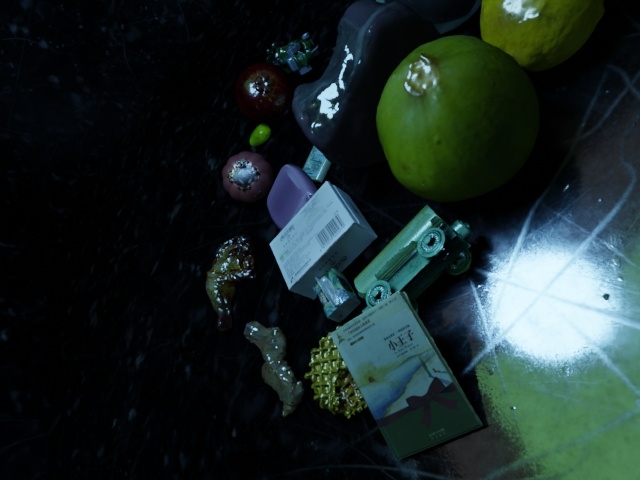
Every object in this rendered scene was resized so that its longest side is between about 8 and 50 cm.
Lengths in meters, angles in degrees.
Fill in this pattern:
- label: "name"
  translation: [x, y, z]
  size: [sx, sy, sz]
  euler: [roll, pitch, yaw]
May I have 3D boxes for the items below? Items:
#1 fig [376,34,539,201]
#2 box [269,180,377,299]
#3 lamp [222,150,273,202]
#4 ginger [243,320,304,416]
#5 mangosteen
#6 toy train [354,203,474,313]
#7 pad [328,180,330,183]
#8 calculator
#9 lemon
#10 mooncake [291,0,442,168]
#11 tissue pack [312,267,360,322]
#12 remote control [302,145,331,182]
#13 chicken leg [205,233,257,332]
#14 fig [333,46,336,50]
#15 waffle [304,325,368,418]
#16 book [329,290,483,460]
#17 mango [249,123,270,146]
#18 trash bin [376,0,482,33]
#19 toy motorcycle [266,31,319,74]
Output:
- label: "fig"
  translation: [0.263, -0.244, 0.899]
  size: [0.344, 0.343, 0.343]
  euler: [-22, 56, 36]
- label: "box"
  translation: [0.000, 0.000, 1.207]
  size: [0.260, 0.111, 0.194]
  euler: [-47, 43, 20]
- label: "lamp"
  translation: [-0.252, -0.220, 1.544]
  size: [0.182, 0.140, 0.181]
  euler: [0, 90, 4]
- label: "ginger"
  translation: [-0.125, 0.327, 1.203]
  size: [0.290, 0.084, 0.122]
  euler: [53, 131, 41]
- label: "mangosteen"
  translation: [-0.204, -0.539, 1.639]
  size: [0.215, 0.215, 0.257]
  euler: [-64, 7, -1]
- label: "toy train"
  translation: [0.191, 0.048, 0.979]
  size: [0.307, 0.126, 0.189]
  euler: [-48, 45, 18]
- label: "pad"
  translation: [-0.016, -0.084, 1.345]
  size: [0.188, 0.006, 0.113]
  euler: [-46, 43, 16]
- label: "calculator"
  translation: [-0.102, -0.136, 1.402]
  size: [0.194, 0.043, 0.294]
  euler: [-63, 34, 17]
- label: "lemon"
  translation: [0.452, -0.483, 0.915]
  size: [0.234, 0.234, 0.288]
  euler: [4, 75, 46]
- label: "mooncake"
  translation: [0.124, -0.368, 1.090]
  size: [0.381, 0.351, 0.212]
  euler: [-47, 45, 16]
- label: "tissue pack"
  translation: [0.032, 0.135, 1.128]
  size: [0.085, 0.079, 0.111]
  euler: [-46, 44, 17]
- label: "remote control"
  translation: [0.017, -0.293, 1.395]
  size: [0.098, 0.038, 0.233]
  euler: [25, 89, 49]
- label: "chicken leg"
  translation: [-0.297, 0.135, 1.466]
  size: [0.178, 0.083, 0.322]
  euler: [23, 85, 34]
- label: "fig"
  translation: [0.095, -0.588, 1.422]
  size: [0.084, 0.098, 0.082]
  euler: [26, 88, 37]
- label: "waffle"
  translation: [0.051, 0.302, 1.031]
  size: [0.197, 0.070, 0.192]
  euler: [10, 77, 47]
- label: "book"
  translation: [0.160, 0.271, 0.885]
  size: [0.201, 0.026, 0.289]
  euler: [-38, 73, 27]
- label: "mango"
  translation: [-0.232, -0.399, 1.684]
  size: [0.108, 0.056, 0.073]
  euler: [-34, 43, 32]
- label: "trash bin"
  translation: [0.295, -0.771, 1.189]
  size: [0.281, 0.280, 0.431]
  euler: [-17, 56, 39]
- label: "toy motorcycle"
  translation: [-0.105, -0.686, 1.643]
  size: [0.187, 0.124, 0.274]
  euler: [-34, 32, 4]
